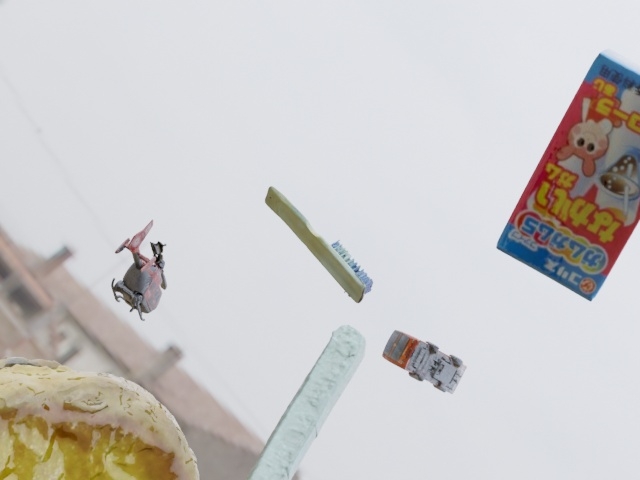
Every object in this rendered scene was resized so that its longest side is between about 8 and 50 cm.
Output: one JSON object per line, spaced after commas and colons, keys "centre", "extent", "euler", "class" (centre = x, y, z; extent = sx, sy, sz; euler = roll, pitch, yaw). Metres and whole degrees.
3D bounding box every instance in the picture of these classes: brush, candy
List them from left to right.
{"centre": [-0.001, 0.000, 1.792], "extent": [0.178, 0.030, 0.033], "euler": [48, -32, 20], "class": "brush"}
{"centre": [0.375, -0.088, 2.033], "extent": [0.157, 0.306, 0.100], "euler": [30, 17, 10], "class": "candy"}

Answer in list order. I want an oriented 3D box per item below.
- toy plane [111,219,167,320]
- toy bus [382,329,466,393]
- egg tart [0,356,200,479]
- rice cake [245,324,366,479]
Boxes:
{"centre": [-0.174, 0.032, 1.484], "extent": [0.037, 0.060, 0.145], "euler": [36, -23, 19], "class": "toy plane"}
{"centre": [0.171, 0.200, 2.468], "extent": [0.077, 0.065, 0.192], "euler": [24, -4, 36], "class": "toy bus"}
{"centre": [-0.233, 0.252, 1.164], "extent": [0.129, 0.341, 0.341], "euler": [-1, -51, 49], "class": "egg tart"}
{"centre": [-0.021, 0.185, 1.496], "extent": [0.042, 0.245, 0.045], "euler": [26, -31, 12], "class": "rice cake"}
